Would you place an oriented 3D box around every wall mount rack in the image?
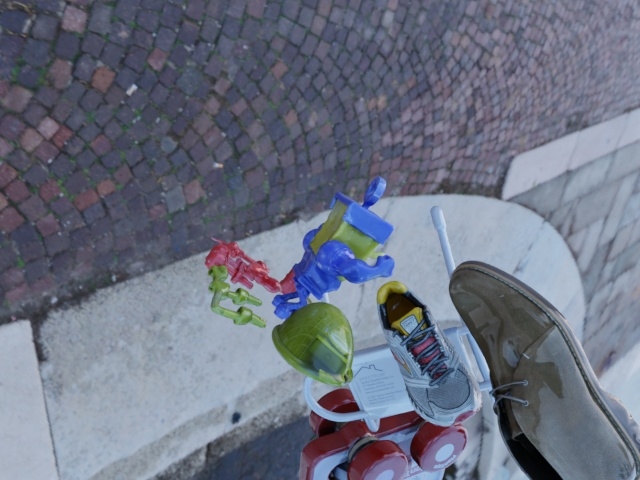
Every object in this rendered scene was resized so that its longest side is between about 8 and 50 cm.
[{"bbox_3d":[0.125,0.132,0.979,0.130,0.350,0.304,-69,139,-65],"label":"wall mount rack"}]

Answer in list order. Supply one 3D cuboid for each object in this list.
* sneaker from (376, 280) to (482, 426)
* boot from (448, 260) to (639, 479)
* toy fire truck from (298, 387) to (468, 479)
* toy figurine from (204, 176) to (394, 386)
[{"bbox_3d":[0.126,0.142,0.831,0.088,0.225,0.093,-31,133,-1],"label":"sneaker"},{"bbox_3d":[0.232,0.157,0.726,0.115,0.305,0.112,-26,159,-28],"label":"boot"},{"bbox_3d":[0.104,0.388,1.126,0.302,0.169,0.254,-12,123,-27],"label":"toy fire truck"},{"bbox_3d":[0.000,0.000,0.782,0.191,0.362,0.217,39,93,-11],"label":"toy figurine"}]
